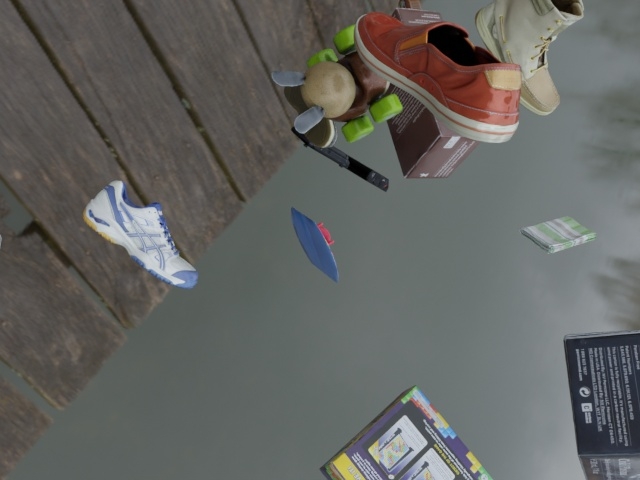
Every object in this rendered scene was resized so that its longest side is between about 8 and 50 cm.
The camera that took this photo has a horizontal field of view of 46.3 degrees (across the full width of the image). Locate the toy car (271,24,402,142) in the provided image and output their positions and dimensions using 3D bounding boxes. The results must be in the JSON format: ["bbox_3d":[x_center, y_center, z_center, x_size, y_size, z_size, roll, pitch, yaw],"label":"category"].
[{"bbox_3d":[0.008,-0.231,1.179,0.188,0.149,0.155,-26,88,-40],"label":"toy car"}]

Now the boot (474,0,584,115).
[{"bbox_3d":[0.363,-0.319,1.216,0.077,0.165,0.213,-35,95,-31],"label":"boot"}]

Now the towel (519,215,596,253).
[{"bbox_3d":[0.576,-0.020,1.815,0.152,0.113,0.023,-16,127,-23],"label":"towel"}]

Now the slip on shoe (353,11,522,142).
[{"bbox_3d":[0.151,-0.241,0.978,0.123,0.331,0.101,-5,124,-27],"label":"slip on shoe"}]

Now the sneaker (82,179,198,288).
[{"bbox_3d":[-0.378,-0.014,1.667,0.296,0.112,0.131,39,88,-11],"label":"sneaker"}]

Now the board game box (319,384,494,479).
[{"bbox_3d":[0.106,0.272,0.829,0.141,0.170,0.048,-35,171,-26],"label":"board game box"}]

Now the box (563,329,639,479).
[{"bbox_3d":[0.856,0.418,1.785,0.480,0.471,0.298,51,35,-55],"label":"box"}]

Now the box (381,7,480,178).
[{"bbox_3d":[0.251,-0.361,1.840,0.143,0.382,0.191,-1,154,-24],"label":"box"}]

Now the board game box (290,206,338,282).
[{"bbox_3d":[0.000,0.000,1.411,0.033,0.168,0.133,-28,119,-16],"label":"board game box"}]

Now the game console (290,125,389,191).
[{"bbox_3d":[0.039,-0.242,2.117,0.361,0.213,0.044,24,99,-50],"label":"game console"}]

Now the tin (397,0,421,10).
[{"bbox_3d":[0.257,-0.591,2.088,0.040,0.106,0.190,-8,80,-17],"label":"tin"}]

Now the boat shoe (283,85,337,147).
[{"bbox_3d":[-0.007,-0.276,1.606,0.073,0.224,0.080,13,125,-40],"label":"boat shoe"}]
